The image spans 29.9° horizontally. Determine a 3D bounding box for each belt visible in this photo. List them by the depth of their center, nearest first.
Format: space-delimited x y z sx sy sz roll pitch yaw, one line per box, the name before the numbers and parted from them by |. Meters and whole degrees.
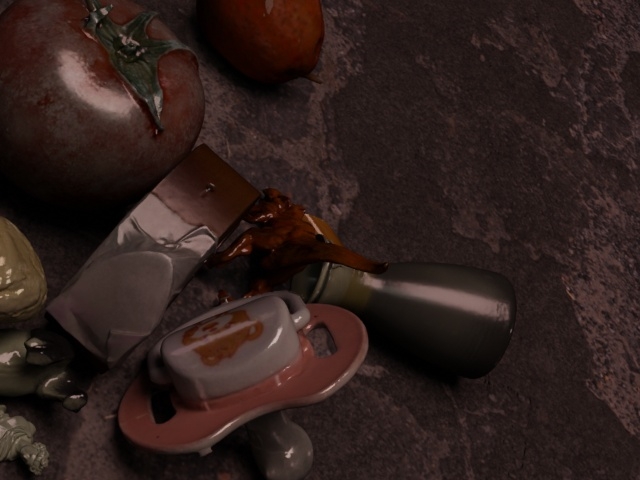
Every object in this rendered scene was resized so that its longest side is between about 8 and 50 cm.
belt | -0.214 0.024 1.562 0.122 0.217 0.338 41 56 -3

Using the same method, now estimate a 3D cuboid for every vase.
vase | 0.122 0.093 1.829 0.321 0.173 0.173 17 47 -18

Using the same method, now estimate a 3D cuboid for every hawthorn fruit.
hawthorn fruit | -0.080 -0.366 2.029 0.262 0.210 0.210 51 40 -8

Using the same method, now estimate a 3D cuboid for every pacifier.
pacifier | -0.091 0.187 1.518 0.332 0.220 0.273 -22 81 -5

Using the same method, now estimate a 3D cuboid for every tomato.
tomato | -0.315 -0.193 1.623 0.317 0.282 0.316 24 42 -24

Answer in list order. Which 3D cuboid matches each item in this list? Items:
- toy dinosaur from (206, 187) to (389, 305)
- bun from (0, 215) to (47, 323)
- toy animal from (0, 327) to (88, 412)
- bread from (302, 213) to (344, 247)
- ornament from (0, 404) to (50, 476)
toy dinosaur | -0.062 0.029 1.703 0.097 0.208 0.432 68 -10 -27
bun | -0.426 0.030 1.388 0.220 0.220 0.134 1 93 -38
toy animal | -0.390 0.143 1.414 0.225 0.093 0.121 4 13 -27
bread | 0.000 -0.001 1.885 0.062 0.049 0.103 -21 72 -46
ornament | -0.358 0.237 1.410 0.092 0.041 0.068 27 37 -4
